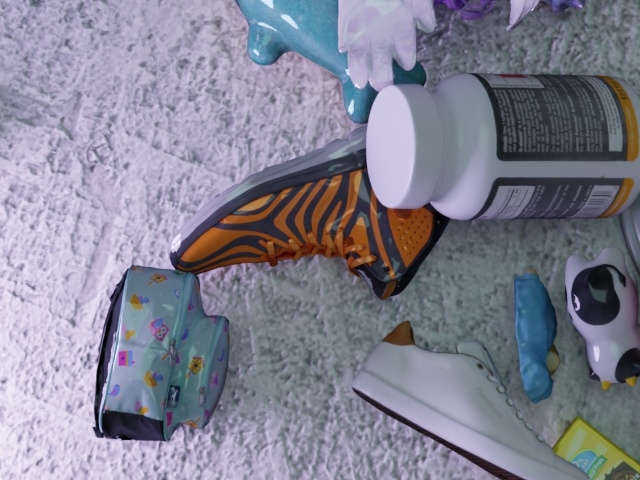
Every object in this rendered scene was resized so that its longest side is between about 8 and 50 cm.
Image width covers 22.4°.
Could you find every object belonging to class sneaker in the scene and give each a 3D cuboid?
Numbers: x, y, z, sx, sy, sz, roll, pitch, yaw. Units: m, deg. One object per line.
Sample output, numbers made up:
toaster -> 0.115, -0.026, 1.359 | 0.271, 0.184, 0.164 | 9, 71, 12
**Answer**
sneaker -> 0.000, 0.000, 1.800 | 0.321, 0.124, 0.180 | -27, 79, -2
sneaker -> 0.183, 0.181, 1.759 | 0.290, 0.106, 0.123 | 30, 79, 16

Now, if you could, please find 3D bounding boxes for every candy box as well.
candy box -> 0.262, 0.305, 1.782 | 0.105, 0.027, 0.206 | 37, 83, 12

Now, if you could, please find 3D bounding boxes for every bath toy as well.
bath toy -> 0.379, 0.078, 1.718 | 0.348, 0.151, 0.129 | -16, 42, 21

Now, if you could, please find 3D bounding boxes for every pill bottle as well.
pill bottle -> 0.201, -0.101, 1.748 | 0.279, 0.162, 0.162 | -1, 79, -21

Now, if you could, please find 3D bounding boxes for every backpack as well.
backpack -> -0.172, 0.121, 1.761 | 0.144, 0.166, 0.188 | 1, 87, 2

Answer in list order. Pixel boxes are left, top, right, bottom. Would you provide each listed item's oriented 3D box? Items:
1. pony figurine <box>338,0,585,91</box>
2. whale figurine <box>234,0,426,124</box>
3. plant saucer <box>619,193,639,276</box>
pony figurine -> 0.166, -0.354, 1.750 | 0.303, 0.363, 0.350 | -18, 76, 42
whale figurine -> 0.010, -0.270, 1.840 | 0.216, 0.141, 0.272 | -31, 80, -4
plant saucer -> 0.538, -0.058, 1.801 | 0.401, 0.100, 0.400 | 0, 79, 2
